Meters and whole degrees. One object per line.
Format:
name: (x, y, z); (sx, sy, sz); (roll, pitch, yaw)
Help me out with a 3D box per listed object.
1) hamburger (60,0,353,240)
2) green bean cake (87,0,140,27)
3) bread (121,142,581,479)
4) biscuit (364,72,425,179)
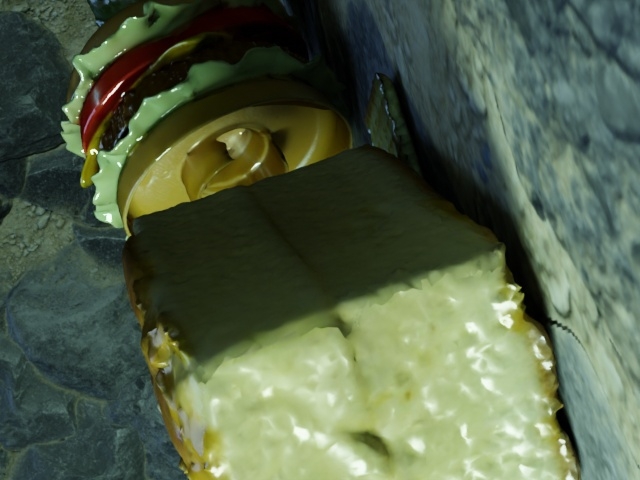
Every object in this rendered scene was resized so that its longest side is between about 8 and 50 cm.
hamburger: (-0.122, -0.130, 1.012); (0.212, 0.274, 0.274); (59, 169, 28)
green bean cake: (-0.152, -0.311, 1.172); (0.250, 0.156, 0.247); (70, -149, -48)
bread: (0.013, 0.114, 0.634); (0.279, 0.207, 0.279); (-128, 22, -66)
biscuit: (0.077, -0.002, 0.767); (0.139, 0.016, 0.232); (102, 151, -82)
